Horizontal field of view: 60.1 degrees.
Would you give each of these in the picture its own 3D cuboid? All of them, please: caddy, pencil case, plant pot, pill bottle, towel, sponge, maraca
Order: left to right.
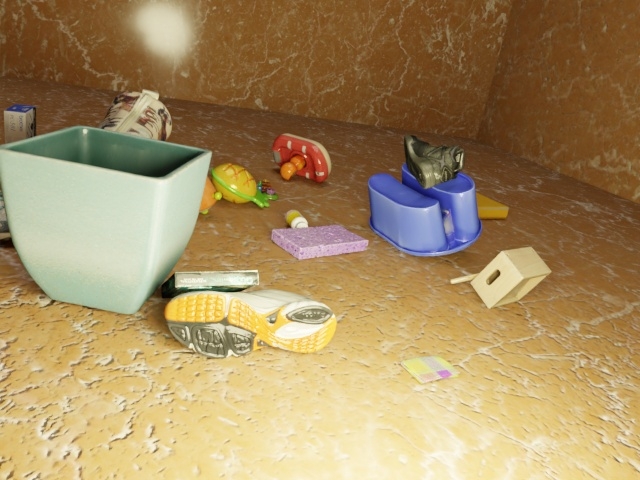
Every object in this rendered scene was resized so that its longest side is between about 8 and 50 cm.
[{"bbox_3d":[-0.339,-0.027,0.903,0.247,0.253,0.247,11,19,1],"label":"plant pot"},{"bbox_3d":[-0.472,-0.207,1.283,0.159,0.183,0.411,30,34,-17],"label":"pencil case"},{"bbox_3d":[-0.222,-0.148,1.532,0.185,0.099,0.127,29,22,-26],"label":"maraca"},{"bbox_3d":[-0.059,-0.045,1.401,0.043,0.044,0.083,2,21,-22],"label":"pill bottle"},{"bbox_3d":[0.000,0.000,1.327,0.210,0.031,0.117,-6,26,-38],"label":"sponge"},{"bbox_3d":[0.270,-0.076,1.472,0.241,0.179,0.341,-23,31,-16],"label":"caddy"},{"bbox_3d":[0.176,0.206,0.886,0.083,0.010,0.060,-2,23,-33],"label":"towel"}]

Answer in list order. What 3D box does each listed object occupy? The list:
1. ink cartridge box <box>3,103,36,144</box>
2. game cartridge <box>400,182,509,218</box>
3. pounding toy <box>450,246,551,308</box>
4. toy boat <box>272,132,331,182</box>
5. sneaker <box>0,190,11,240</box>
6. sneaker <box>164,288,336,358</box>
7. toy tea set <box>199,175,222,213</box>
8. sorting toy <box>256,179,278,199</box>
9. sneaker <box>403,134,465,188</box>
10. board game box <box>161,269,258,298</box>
[{"bbox_3d":[-0.679,-0.196,1.256,0.046,0.207,0.097,4,21,-15],"label":"ink cartridge box"},{"bbox_3d":[0.434,-0.138,1.910,0.323,0.053,0.285,-4,24,-29],"label":"game cartridge"},{"bbox_3d":[0.383,0.078,1.184,0.130,0.141,0.100,-5,53,-38],"label":"pounding toy"},{"bbox_3d":[-0.080,-0.262,1.894,0.230,0.151,0.151,20,52,26],"label":"toy boat"},{"bbox_3d":[-0.675,-0.080,1.067,0.282,0.122,0.110,15,21,12],"label":"sneaker"},{"bbox_3d":[-0.115,0.121,0.875,0.262,0.100,0.121,9,9,-21],"label":"sneaker"},{"bbox_3d":[-0.399,-0.130,1.418,0.200,0.124,0.336,-32,41,-19],"label":"toy tea set"},{"bbox_3d":[-0.162,-0.157,1.655,0.061,0.042,0.102,0,23,-27],"label":"sorting toy"},{"bbox_3d":[0.294,-0.216,1.440,0.130,0.087,0.228,-13,33,-5],"label":"sneaker"},{"bbox_3d":[-0.185,0.072,0.899,0.126,0.026,0.186,0,-10,-22],"label":"board game box"}]
